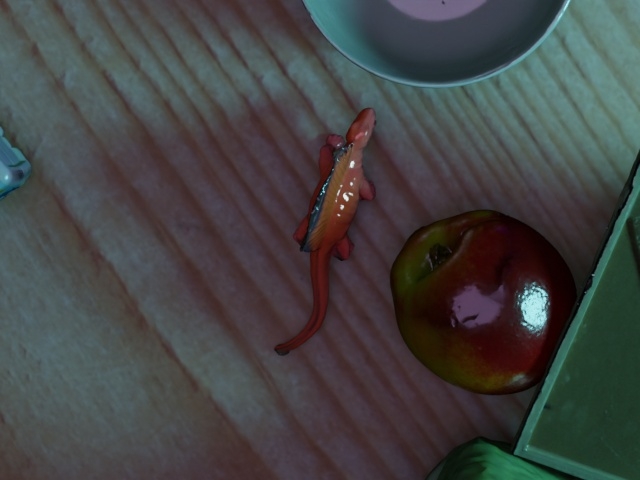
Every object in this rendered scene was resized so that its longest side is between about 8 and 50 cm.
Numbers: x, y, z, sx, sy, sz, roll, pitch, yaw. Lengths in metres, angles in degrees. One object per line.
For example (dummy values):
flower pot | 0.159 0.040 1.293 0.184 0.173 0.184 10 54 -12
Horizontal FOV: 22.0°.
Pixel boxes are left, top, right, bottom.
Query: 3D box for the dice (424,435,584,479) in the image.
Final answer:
dice | 0.195 0.406 1.625 0.322 0.330 0.318 34 102 1

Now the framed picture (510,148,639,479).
framed picture | 0.361 0.100 1.605 0.247 0.022 0.335 20 103 -5

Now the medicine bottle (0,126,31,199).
medicine bottle | -0.409 -0.046 1.745 0.188 0.119 0.094 -38 94 7

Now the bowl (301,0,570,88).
bowl | 0.117 -0.296 1.662 0.287 0.144 0.287 0 95 5

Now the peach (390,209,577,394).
peach | 0.174 0.068 1.674 0.197 0.197 0.197 0 95 5

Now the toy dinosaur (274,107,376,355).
toy dinosaur | 0.000 -0.003 1.700 0.070 0.139 0.286 20 97 4
